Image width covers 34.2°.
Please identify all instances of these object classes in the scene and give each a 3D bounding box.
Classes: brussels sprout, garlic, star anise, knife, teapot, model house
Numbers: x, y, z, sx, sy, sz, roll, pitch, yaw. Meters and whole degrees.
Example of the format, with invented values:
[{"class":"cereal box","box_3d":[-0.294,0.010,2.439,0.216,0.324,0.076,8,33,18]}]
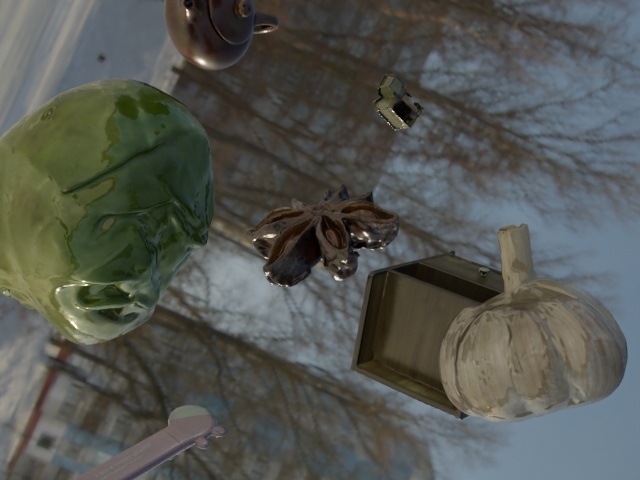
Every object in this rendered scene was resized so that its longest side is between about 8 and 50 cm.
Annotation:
[{"class":"brussels sprout","box_3d":[-0.263,-0.036,1.234,0.247,0.328,0.328,43,-67,33]},{"class":"garlic","box_3d":[0.225,0.088,1.147,0.218,0.218,0.212,160,-79,-70]},{"class":"star anise","box_3d":[0.005,0.002,1.600,0.214,0.099,0.220,-39,-143,-14]},{"class":"knife","box_3d":[-0.352,0.421,1.961,0.132,0.398,0.038,25,-54,38]},{"class":"teapot","box_3d":[-0.154,-0.373,1.729,0.135,0.252,0.178,2,-87,39]},{"class":"model house","box_3d":[0.117,-0.223,1.682,0.058,0.083,0.057,7,-118,56]}]

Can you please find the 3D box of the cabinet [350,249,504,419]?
[{"class":"cabinet","box_3d":[0.182,0.113,1.386,0.174,0.215,0.148,21,-71,34]}]
